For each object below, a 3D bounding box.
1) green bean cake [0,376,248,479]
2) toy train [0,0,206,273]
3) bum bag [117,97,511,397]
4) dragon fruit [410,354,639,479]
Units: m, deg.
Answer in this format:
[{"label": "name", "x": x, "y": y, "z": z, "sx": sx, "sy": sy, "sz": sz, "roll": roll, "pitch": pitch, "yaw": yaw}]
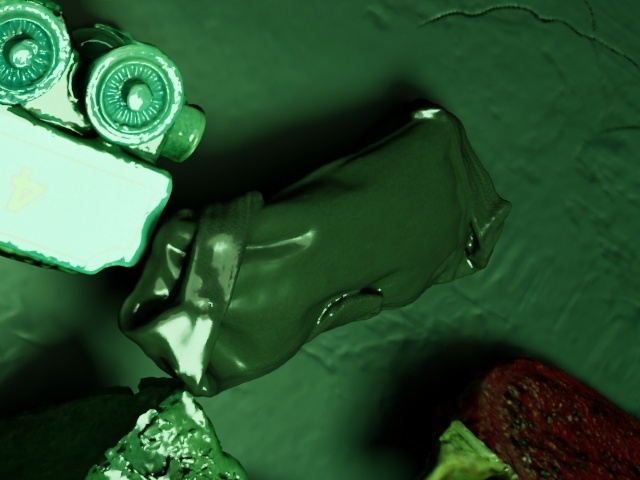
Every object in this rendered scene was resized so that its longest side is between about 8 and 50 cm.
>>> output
[{"label": "green bean cake", "x": -0.160, "y": 0.190, "z": 1.076, "sx": 0.107, "sy": 0.193, "sz": 0.208, "roll": 62, "pitch": 30, "yaw": -28}, {"label": "toy train", "x": -0.174, "y": -0.069, "z": 1.105, "sx": 0.198, "sy": 0.107, "sz": 0.154, "roll": 20, "pitch": 98, "yaw": -27}, {"label": "bum bag", "x": 0.000, "y": 0.000, "z": 1.193, "sx": 0.326, "sy": 0.079, "sz": 0.142, "roll": -22, "pitch": 117, "yaw": -39}, {"label": "dragon fruit", "x": 0.133, "y": 0.204, "z": 1.265, "sx": 0.205, "sy": 0.317, "sz": 0.152, "roll": 47, "pitch": 115, "yaw": -1}]
